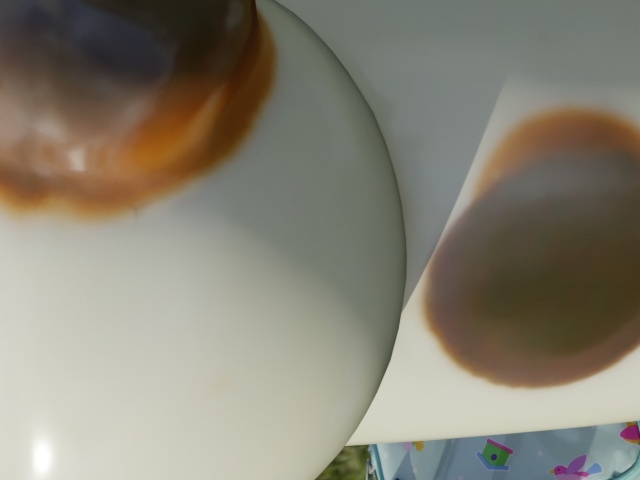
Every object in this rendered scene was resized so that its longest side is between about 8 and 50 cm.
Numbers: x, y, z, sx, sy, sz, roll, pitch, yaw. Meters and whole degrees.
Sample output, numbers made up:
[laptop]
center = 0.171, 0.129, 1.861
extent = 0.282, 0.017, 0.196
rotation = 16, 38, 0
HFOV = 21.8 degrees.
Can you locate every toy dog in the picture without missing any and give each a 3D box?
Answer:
[toy dog]
center = 0.000, 0.000, 0.630
extent = 0.395, 0.408, 0.284
rotation = 33, 121, 33

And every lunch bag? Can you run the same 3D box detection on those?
[lunch bag]
center = 0.175, 0.179, 1.615
extent = 0.279, 0.108, 0.224
rotation = -23, 65, 14
